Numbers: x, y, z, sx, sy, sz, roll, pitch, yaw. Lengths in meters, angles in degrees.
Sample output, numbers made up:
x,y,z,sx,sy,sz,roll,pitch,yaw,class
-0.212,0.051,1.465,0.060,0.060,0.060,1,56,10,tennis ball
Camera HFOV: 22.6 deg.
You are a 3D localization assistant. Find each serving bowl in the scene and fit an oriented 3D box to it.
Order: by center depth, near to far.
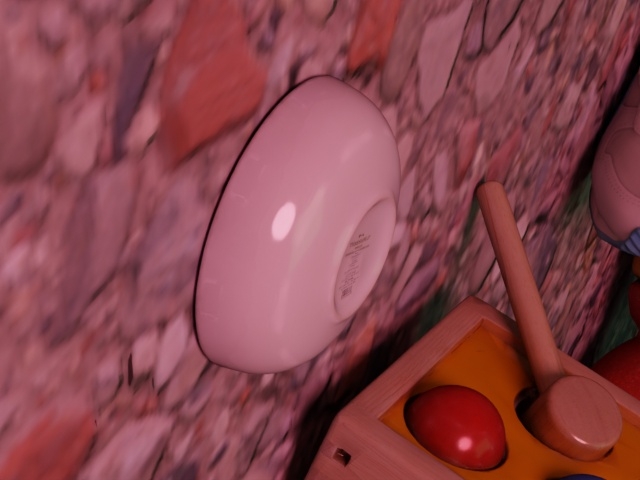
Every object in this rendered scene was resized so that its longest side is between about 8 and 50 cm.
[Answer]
x,y,z,sx,sy,sz,roll,pitch,yaw,class
0.000,0.000,0.425,0.083,0.027,0.083,-52,155,-36,serving bowl

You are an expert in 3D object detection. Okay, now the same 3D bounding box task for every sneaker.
x,y,z,sx,sy,sz,roll,pitch,yaw,class
0.181,-0.078,0.738,0.228,0.087,0.092,-59,153,-42,sneaker

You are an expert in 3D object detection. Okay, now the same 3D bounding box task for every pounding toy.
x,y,z,sx,sy,sz,roll,pitch,yaw,class
0.065,0.071,0.544,0.141,0.130,0.100,-35,154,-56,pounding toy

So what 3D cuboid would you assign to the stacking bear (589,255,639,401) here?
x,y,z,sx,sy,sz,roll,pitch,yaw,class
0.241,0.028,0.886,0.289,0.175,0.164,-58,178,3,stacking bear
